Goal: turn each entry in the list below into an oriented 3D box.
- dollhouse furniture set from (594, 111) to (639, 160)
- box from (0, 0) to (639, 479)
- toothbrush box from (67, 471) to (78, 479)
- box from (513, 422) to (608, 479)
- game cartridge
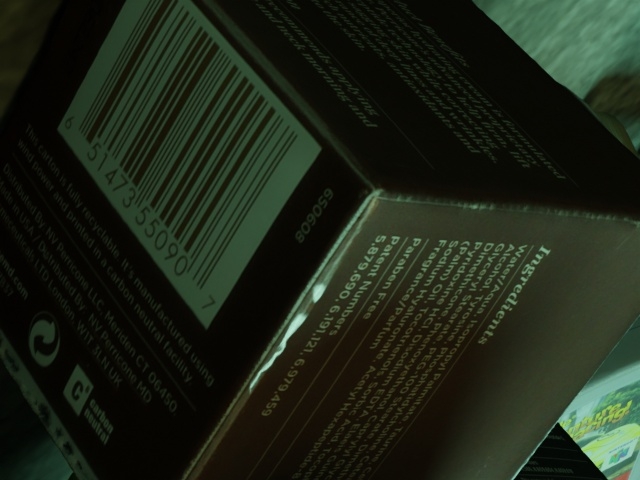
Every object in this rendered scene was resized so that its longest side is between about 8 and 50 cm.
[{"bbox_3d":[0.263,-0.100,0.830,0.212,0.161,0.242,-4,155,-42],"label":"dollhouse furniture set"},{"bbox_3d":[0.000,0.000,0.614,0.203,0.168,0.167,5,126,-47],"label":"box"},{"bbox_3d":[-0.043,0.225,0.594,0.122,0.283,0.206,40,74,-32],"label":"toothbrush box"},{"bbox_3d":[0.043,0.134,0.783,0.153,0.207,0.108,-51,146,19],"label":"box"},{"bbox_3d":[0.147,0.137,1.037,0.294,0.060,0.196,-23,140,-24],"label":"game cartridge"}]
